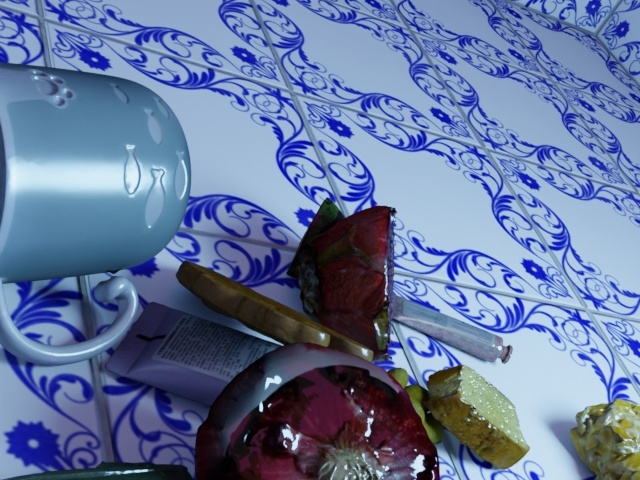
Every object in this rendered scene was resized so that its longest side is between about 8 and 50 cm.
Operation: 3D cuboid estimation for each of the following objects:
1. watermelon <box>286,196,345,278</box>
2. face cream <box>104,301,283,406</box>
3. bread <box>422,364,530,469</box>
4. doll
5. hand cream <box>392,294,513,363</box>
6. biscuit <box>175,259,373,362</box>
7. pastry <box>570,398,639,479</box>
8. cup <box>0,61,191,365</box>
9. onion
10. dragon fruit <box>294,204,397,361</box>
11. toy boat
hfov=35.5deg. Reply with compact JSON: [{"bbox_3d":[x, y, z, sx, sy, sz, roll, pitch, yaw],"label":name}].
[{"bbox_3d":[0.000,0.000,1.540,0.125,0.135,0.094,6,4,-32],"label":"watermelon"},{"bbox_3d":[-0.111,0.159,1.229,0.274,0.096,0.154,20,34,4],"label":"face cream"},{"bbox_3d":[0.212,0.237,1.369,0.187,0.065,0.103,40,26,-26],"label":"bread"},{"bbox_3d":[0.088,0.235,1.309,0.209,0.097,0.137,18,61,-53],"label":"doll"},{"bbox_3d":[0.201,0.141,1.569,0.210,0.043,0.067,23,30,-5],"label":"hand cream"},{"bbox_3d":[-0.073,0.094,1.269,0.295,0.044,0.186,23,-5,45],"label":"biscuit"},{"bbox_3d":[0.476,0.347,1.461,0.154,0.102,0.250,5,39,-33],"label":"pastry"},{"bbox_3d":[-0.307,-0.032,1.191,0.274,0.259,0.356,-5,78,-46],"label":"cup"},{"bbox_3d":[-0.013,0.254,1.097,0.272,0.195,0.272,8,63,-16],"label":"onion"},{"bbox_3d":[0.033,0.056,1.424,0.148,0.218,0.223,2,74,5],"label":"dragon fruit"},{"bbox_3d":[-0.246,0.257,0.975,0.261,0.078,0.085,3,18,-41],"label":"toy boat"}]
